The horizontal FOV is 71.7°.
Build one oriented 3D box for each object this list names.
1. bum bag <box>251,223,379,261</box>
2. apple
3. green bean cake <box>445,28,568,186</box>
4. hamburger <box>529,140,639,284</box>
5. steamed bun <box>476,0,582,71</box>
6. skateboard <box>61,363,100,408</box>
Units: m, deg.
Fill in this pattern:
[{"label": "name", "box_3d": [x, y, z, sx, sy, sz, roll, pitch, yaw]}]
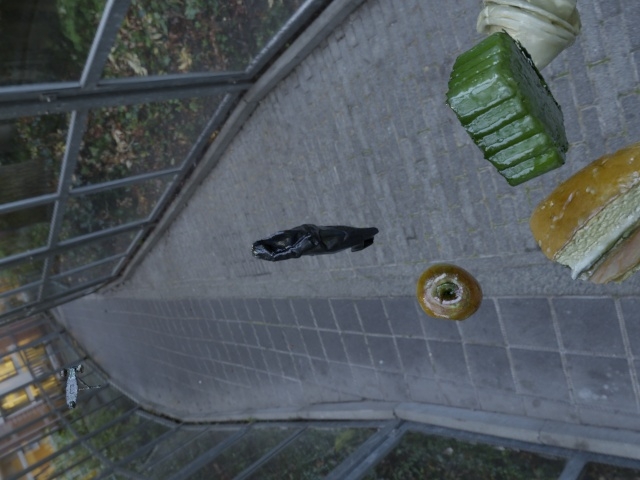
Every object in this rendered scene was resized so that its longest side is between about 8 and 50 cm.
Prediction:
[{"label": "bum bag", "box_3d": [0.000, 0.000, 0.986, 0.137, 0.310, 0.074, -30, 69, 56]}, {"label": "apple", "box_3d": [0.230, 0.091, 0.794, 0.114, 0.102, 0.099, 4, 84, 19]}, {"label": "green bean cake", "box_3d": [0.309, -0.217, 0.729, 0.214, 0.200, 0.113, 43, 133, -21]}, {"label": "hamburger", "box_3d": [0.387, -0.059, 0.598, 0.155, 0.136, 0.207, -98, 20, -46]}, {"label": "steamed bun", "box_3d": [0.572, -0.633, 1.218, 0.276, 0.203, 0.289, 33, 87, 32]}, {"label": "skateboard", "box_3d": [-0.367, 0.232, 0.679, 0.083, 0.032, 0.063, 101, 155, -58]}]
